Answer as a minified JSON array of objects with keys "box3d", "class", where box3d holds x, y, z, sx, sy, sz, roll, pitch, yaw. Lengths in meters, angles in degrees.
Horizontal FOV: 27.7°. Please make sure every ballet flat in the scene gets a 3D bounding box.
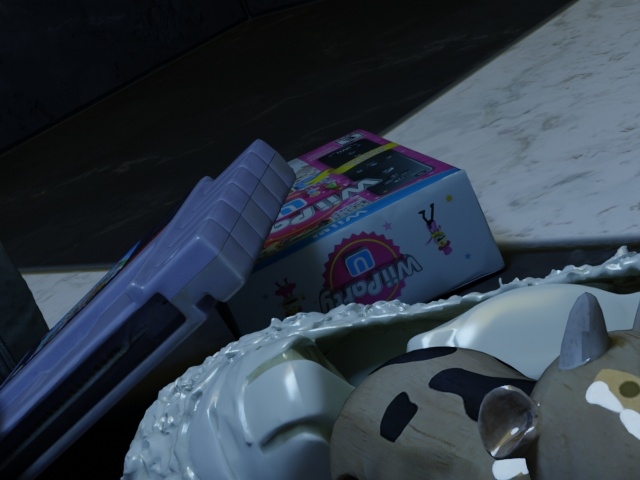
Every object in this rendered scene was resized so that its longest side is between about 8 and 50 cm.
[{"box3d":[0.047,0.081,0.730,0.409,0.147,0.147,-17,18,16],"class":"ballet flat"}]

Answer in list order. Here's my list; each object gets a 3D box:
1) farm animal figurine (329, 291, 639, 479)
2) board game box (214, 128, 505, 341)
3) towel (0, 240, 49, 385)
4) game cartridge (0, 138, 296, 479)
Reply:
[{"box3d":[0.111,0.092,0.441,0.330,0.172,0.327,-9,5,-38],"class":"farm animal figurine"},{"box3d":[0.000,0.000,1.166,0.224,0.097,0.303,-26,18,-8],"class":"board game box"},{"box3d":[-0.386,0.071,1.012,0.056,0.324,0.312,22,56,36],"class":"towel"},{"box3d":[-0.170,0.079,0.983,0.355,0.068,0.230,-43,14,20],"class":"game cartridge"}]
